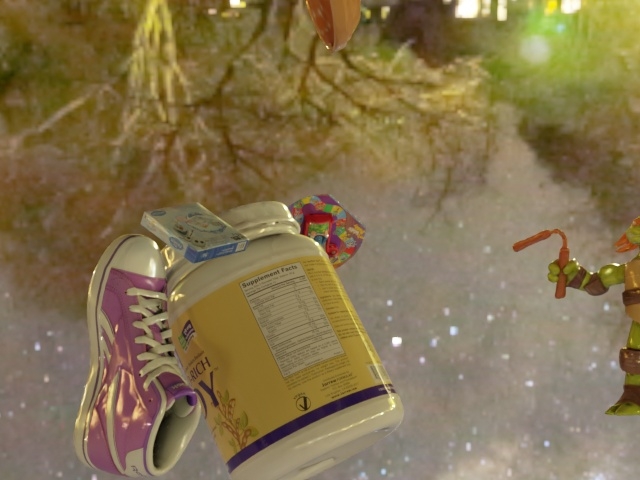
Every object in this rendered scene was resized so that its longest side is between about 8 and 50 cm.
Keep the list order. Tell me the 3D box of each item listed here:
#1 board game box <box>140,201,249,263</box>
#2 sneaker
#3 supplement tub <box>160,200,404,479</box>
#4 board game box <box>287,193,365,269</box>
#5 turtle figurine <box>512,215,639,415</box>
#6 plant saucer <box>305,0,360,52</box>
[{"bbox_3d":[-0.144,-0.010,1.170,0.090,0.020,0.090,35,-153,26],"label":"board game box"},{"bbox_3d":[-0.189,0.130,1.167,0.161,0.282,0.102,-4,170,43],"label":"sneaker"},{"bbox_3d":[-0.063,0.140,1.336,0.241,0.331,0.241,-25,163,-8],"label":"supplement tub"},{"bbox_3d":[0.000,0.000,1.691,0.133,0.169,0.033,-39,-142,13],"label":"board game box"},{"bbox_3d":[0.324,0.066,1.019,0.270,0.217,0.087,-8,168,38],"label":"turtle figurine"},{"bbox_3d":[0.001,-0.299,1.067,0.037,0.199,0.200,-16,-165,-5],"label":"plant saucer"}]
